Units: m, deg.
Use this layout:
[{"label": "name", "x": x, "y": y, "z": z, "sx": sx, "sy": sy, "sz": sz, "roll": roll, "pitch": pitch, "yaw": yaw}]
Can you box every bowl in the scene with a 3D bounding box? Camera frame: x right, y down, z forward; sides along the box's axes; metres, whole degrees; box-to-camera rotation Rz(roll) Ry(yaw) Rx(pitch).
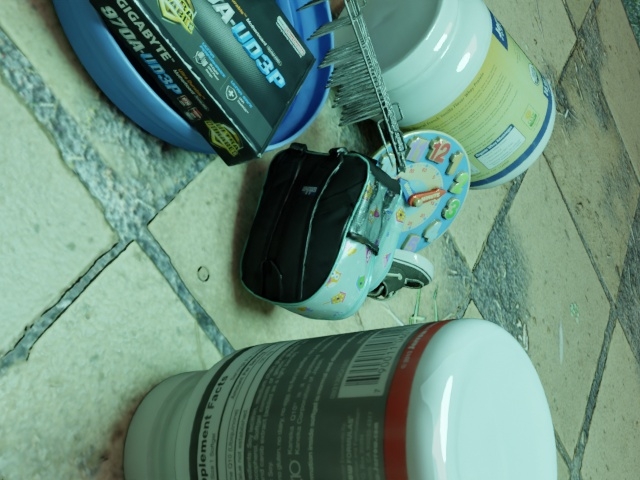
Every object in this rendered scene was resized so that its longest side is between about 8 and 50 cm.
[{"label": "bowl", "x": -0.134, "y": -0.284, "z": 0.883, "sx": 0.391, "sy": 0.077, "sz": 0.391, "roll": 16, "pitch": 68, "yaw": -48}]

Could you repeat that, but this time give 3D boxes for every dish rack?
[{"label": "dish rack", "x": 0.035, "y": -0.207, "z": 0.892, "sx": 0.208, "sy": 0.074, "sz": 0.271, "roll": -74, "pitch": 144, "yaw": -69}]

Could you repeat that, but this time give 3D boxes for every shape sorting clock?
[{"label": "shape sorting clock", "x": 0.127, "y": -0.060, "z": 1.084, "sx": 0.206, "sy": 0.040, "sz": 0.206, "roll": -15, "pitch": 123, "yaw": -25}]

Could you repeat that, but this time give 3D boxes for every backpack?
[{"label": "backpack", "x": 0.000, "y": 0.000, "z": 0.899, "sx": 0.144, "sy": 0.166, "sz": 0.188, "roll": 38, "pitch": 70, "yaw": -47}]

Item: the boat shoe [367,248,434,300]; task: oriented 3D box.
[{"label": "boat shoe", "x": 0.074, "y": 0.046, "z": 1.057, "sx": 0.219, "sy": 0.078, "sz": 0.070, "roll": 17, "pitch": 66, "yaw": -39}]

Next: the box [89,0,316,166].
[{"label": "box", "x": -0.109, "y": -0.213, "z": 0.791, "sx": 0.220, "sy": 0.051, "sz": 0.175, "roll": 51, "pitch": 45, "yaw": -30}]

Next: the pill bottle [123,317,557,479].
[{"label": "pill bottle", "x": 0.003, "y": 0.191, "z": 0.693, "sx": 0.210, "sy": 0.363, "sz": 0.210, "roll": 18, "pitch": 66, "yaw": -47}]

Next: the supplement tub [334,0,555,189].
[{"label": "supplement tub", "x": 0.183, "y": -0.236, "z": 1.139, "sx": 0.316, "sy": 0.228, "sz": 0.228, "roll": 32, "pitch": 57, "yaw": -42}]
